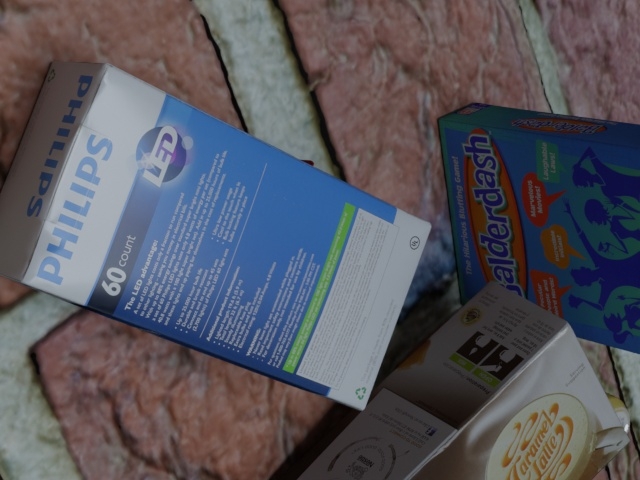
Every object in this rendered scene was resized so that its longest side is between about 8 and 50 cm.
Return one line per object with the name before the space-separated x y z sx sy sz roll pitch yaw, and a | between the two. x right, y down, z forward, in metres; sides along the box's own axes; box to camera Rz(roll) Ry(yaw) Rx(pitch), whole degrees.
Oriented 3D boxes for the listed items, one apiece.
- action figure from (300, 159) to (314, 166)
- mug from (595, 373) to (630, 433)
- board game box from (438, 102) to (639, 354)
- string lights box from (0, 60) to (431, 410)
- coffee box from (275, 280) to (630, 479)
action figure | 0.000 0.000 0.983 0.038 0.030 0.115 -43 128 -31
mug | 0.224 0.148 1.195 0.078 0.064 0.062 40 73 -40
board game box | 0.184 -0.010 1.023 0.047 0.210 0.160 -25 115 -35
string lights box | -0.064 0.002 0.867 0.259 0.077 0.133 25 83 -35
coffee box | 0.090 0.169 1.020 0.246 0.098 0.141 -41 125 -13
